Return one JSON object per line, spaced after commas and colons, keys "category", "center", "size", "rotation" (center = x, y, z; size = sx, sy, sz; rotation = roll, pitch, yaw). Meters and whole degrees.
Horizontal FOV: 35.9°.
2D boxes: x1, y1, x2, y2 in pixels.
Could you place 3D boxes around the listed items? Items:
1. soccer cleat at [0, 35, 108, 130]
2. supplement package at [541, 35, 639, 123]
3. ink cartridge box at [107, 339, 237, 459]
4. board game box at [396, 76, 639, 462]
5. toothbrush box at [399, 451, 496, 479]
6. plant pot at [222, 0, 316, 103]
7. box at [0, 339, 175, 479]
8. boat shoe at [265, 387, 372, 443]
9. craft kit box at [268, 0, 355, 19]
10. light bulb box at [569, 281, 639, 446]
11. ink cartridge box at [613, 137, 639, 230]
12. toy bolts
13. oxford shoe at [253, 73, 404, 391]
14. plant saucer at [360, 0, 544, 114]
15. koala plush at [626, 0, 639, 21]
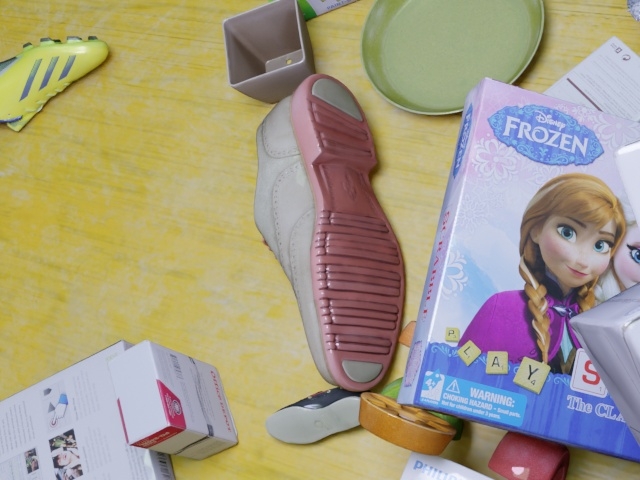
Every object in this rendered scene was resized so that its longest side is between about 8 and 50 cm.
{"category": "soccer cleat", "center": [-0.448, -0.236, 1.516], "size": [0.289, 0.093, 0.121], "rotation": [-15, 95, 13]}
{"category": "supplement package", "center": [0.301, -0.120, 1.116], "size": [0.179, 0.105, 0.105], "rotation": [-39, 60, 5]}
{"category": "ink cartridge box", "center": [-0.173, 0.193, 1.171], "size": [0.063, 0.150, 0.109], "rotation": [-29, 61, 15]}
{"category": "board game box", "center": [0.263, 0.039, 0.946], "size": [0.319, 0.066, 0.318], "rotation": [14, 80, -7]}
{"category": "toothbrush box", "center": [0.143, 0.380, 0.975], "size": [0.206, 0.122, 0.283], "rotation": [20, 77, 28]}
{"category": "plant pot", "center": [-0.059, -0.246, 1.329], "size": [0.109, 0.096, 0.109], "rotation": [-16, 65, 17]}
{"category": "box", "center": [-0.347, 0.298, 1.259], "size": [0.322, 0.058, 0.232], "rotation": [-26, 62, 11]}
{"category": "boat shoe", "center": [-0.001, 0.203, 1.155], "size": [0.133, 0.042, 0.049], "rotation": [-18, 105, 19]}
{"category": "craft kit box", "center": [0.031, -0.451, 1.400], "size": [0.247, 0.061, 0.249], "rotation": [-20, 63, 18]}
{"category": "light bulb box", "center": [0.422, 0.121, 0.652], "size": [0.361, 0.225, 0.358], "rotation": [-28, 85, 4]}
{"category": "ink cartridge box", "center": [0.426, 0.015, 0.840], "size": [0.261, 0.066, 0.296], "rotation": [-20, 86, 24]}
{"category": "toy bolts", "center": [0.168, 0.143, 1.014], "size": [0.228, 0.218, 0.158], "rotation": [21, 93, 22]}
{"category": "oxford shoe", "center": [0.000, 0.000, 1.207], "size": [0.146, 0.140, 0.397], "rotation": [-27, 59, 40]}
{"category": "plant saucer", "center": [0.170, -0.262, 1.271], "size": [0.241, 0.037, 0.241], "rotation": [-9, 66, 20]}
{"category": "koala plush", "center": [0.430, -0.360, 1.124], "size": [0.221, 0.203, 0.196], "rotation": [-23, 61, 27]}
